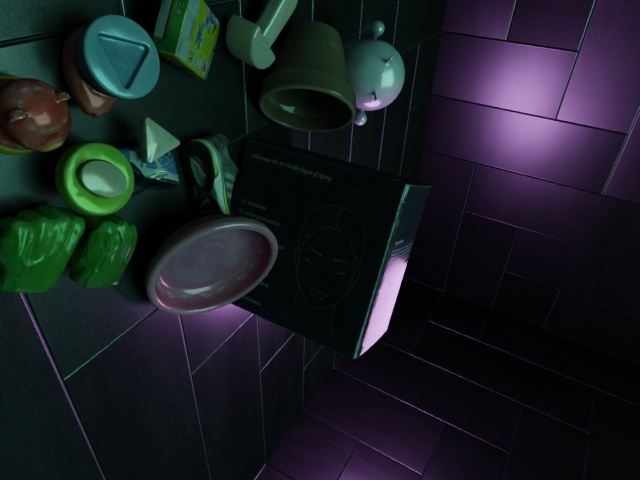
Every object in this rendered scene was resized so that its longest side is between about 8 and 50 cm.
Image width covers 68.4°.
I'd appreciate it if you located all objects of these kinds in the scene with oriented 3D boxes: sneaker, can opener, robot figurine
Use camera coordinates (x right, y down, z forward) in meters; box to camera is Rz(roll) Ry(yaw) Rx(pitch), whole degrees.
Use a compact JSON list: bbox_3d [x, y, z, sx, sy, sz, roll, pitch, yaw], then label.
[{"bbox_3d":[-0.375,-0.159,0.946,0.211,0.080,0.081,13,70,-64],"label":"sneaker"},{"bbox_3d":[-0.289,-0.474,0.874,0.073,0.059,0.186,-28,133,-58],"label":"can opener"},{"bbox_3d":[-0.252,-0.131,1.181,0.121,0.111,0.300,-52,153,-44],"label":"sneaker"},{"bbox_3d":[0.131,-0.512,1.445,0.353,0.200,0.299,-122,-144,-62],"label":"robot figurine"}]

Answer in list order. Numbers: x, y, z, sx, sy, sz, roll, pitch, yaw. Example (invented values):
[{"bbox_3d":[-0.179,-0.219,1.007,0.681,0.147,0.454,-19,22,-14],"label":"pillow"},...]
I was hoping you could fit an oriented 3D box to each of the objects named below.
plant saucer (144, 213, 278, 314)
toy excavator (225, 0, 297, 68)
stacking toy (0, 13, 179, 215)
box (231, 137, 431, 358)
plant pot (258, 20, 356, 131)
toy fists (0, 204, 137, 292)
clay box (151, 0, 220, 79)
[{"bbox_3d":[-0.270,0.052,1.164,0.332,0.084,0.332,-23,147,-16],"label":"plant saucer"},{"bbox_3d":[-0.054,-0.664,1.042,0.433,0.222,0.445,-51,161,-26],"label":"toy excavator"},{"bbox_3d":[-0.351,-0.198,0.777,0.309,0.130,0.279,-56,134,-31],"label":"stacking toy"},{"bbox_3d":[0.000,0.000,1.361,0.297,0.480,0.471,-16,123,-64],"label":"box"},{"bbox_3d":[-0.023,-0.452,1.281,0.263,0.263,0.229,34,60,-66],"label":"plant pot"},{"bbox_3d":[-0.454,0.007,0.862,0.142,0.096,0.279,-60,159,9],"label":"toy fists"},{"bbox_3d":[-0.259,-0.406,0.935,0.222,0.053,0.127,-85,-168,-83],"label":"clay box"}]
